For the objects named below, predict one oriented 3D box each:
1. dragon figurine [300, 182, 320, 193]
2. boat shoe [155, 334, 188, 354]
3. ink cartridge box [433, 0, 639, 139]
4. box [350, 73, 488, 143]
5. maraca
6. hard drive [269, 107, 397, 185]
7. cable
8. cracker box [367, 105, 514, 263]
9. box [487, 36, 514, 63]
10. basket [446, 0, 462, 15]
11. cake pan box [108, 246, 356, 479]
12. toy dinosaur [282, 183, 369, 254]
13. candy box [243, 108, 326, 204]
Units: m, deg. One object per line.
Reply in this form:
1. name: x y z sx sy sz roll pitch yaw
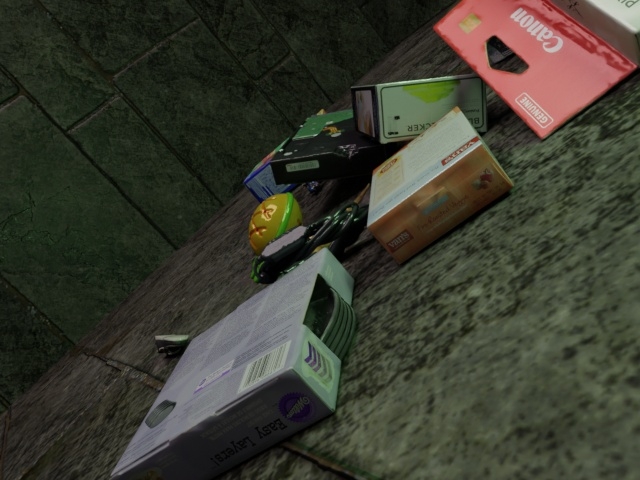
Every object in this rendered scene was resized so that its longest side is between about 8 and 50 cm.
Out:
1. dragon figurine: 0.003 -0.216 1.419 0.144 0.085 0.289 -36 16 18
2. boat shoe: -0.284 0.199 1.015 0.046 0.038 0.125 1 -9 -38
3. ink cartridge box: 0.297 -0.305 0.656 0.261 0.066 0.296 -37 49 15
4. box: 0.154 -0.230 0.912 0.169 0.087 0.290 -6 16 -2
5. maraca: -0.095 -0.007 1.039 0.185 0.099 0.127 -68 14 -1
6. hard drive: 0.049 -0.219 1.165 0.237 0.064 0.339 -6 27 16
7. cable: 0.001 0.010 0.732 0.185 0.047 0.150 -33 -21 6
8. cracker box: 0.142 -0.081 0.686 0.156 0.067 0.232 -36 14 20
9. box: 0.425 -0.502 1.065 0.247 0.142 0.163 -46 15 -21
10. basket: 0.426 -0.579 1.295 0.204 0.154 0.227 -30 4 -28
11. cake pan box: -0.082 0.141 0.604 0.267 0.070 0.245 -36 17 20
12. toy dinosaur: 0.000 0.000 0.865 0.211 0.064 0.112 -53 35 -12
13. candy box: -0.078 -0.268 1.719 0.317 0.122 0.268 -36 14 13
